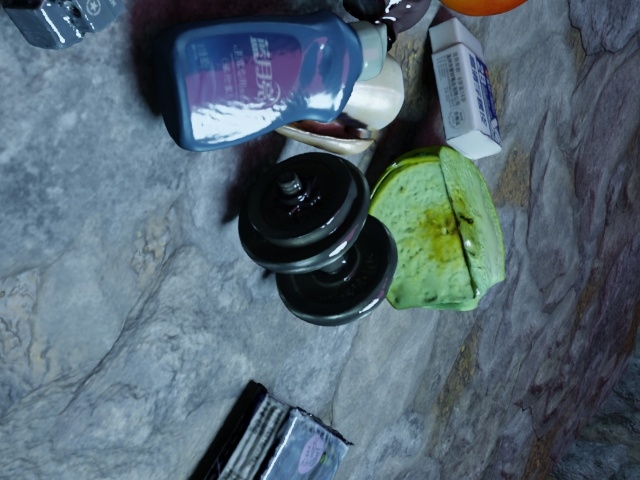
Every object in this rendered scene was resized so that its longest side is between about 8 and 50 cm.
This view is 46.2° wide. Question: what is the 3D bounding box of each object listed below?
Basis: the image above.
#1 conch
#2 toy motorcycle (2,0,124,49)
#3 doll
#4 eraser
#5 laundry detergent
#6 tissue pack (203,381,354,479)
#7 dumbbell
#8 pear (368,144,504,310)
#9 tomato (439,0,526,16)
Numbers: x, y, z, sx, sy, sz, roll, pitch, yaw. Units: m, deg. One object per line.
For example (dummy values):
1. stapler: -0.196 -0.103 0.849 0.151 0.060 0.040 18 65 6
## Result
1. conch: -0.003 -0.206 1.029 0.255 0.127 0.158 5 106 -28
2. toy motorcycle: -0.265 -0.271 0.614 0.187 0.124 0.275 -60 146 -27
3. doll: 0.105 -0.371 1.017 0.182 0.117 0.257 64 36 -50
4. eraser: 0.246 -0.255 1.273 0.124 0.068 0.210 16 62 -54
5. laundry detergent: -0.045 -0.199 0.883 0.289 0.094 0.143 -17 106 -22
6. tissue pack: -0.109 0.439 1.212 0.361 0.122 0.259 -59 148 -16
7. dumbbell: 0.000 0.000 1.055 0.192 0.192 0.290 -55 145 -18
8. pear: 0.207 -0.020 1.331 0.282 0.176 0.287 -21 96 -60
9. tomato: 0.272 -0.469 1.173 0.259 0.180 0.260 -31 134 -39
